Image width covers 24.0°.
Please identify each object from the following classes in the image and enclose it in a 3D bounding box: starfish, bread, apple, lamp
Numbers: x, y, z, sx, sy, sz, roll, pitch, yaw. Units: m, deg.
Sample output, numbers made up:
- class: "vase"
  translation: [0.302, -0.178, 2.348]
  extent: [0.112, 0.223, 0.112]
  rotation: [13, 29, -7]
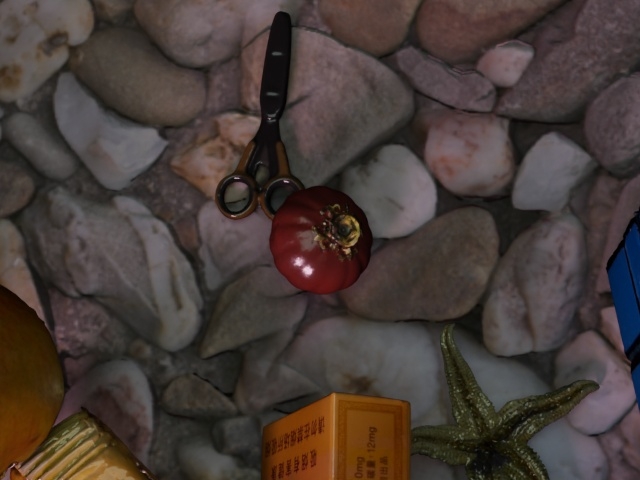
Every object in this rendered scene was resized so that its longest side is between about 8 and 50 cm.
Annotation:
- class: "starfish"
  translation: [0.159, 0.177, 1.342]
  extent: [0.217, 0.050, 0.223]
  rotation: [-21, 85, -10]
- class: "bread"
  translation: [-0.180, 0.239, 1.293]
  extent: [0.114, 0.132, 0.190]
  rotation: [-39, 71, -10]
- class: "apple"
  translation: [-0.394, 0.122, 1.293]
  extent: [0.346, 0.254, 0.179]
  rotation: [3, 107, 29]
- class: "lamp"
  translation: [0.000, 0.000, 1.383]
  extent: [0.101, 0.090, 0.101]
  rotation: [10, 71, -30]

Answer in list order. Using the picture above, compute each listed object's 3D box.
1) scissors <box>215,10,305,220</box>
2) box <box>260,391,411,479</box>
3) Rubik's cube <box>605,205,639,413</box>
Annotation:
- class: "scissors"
  translation: [-0.048, -0.122, 1.460]
  extent: [0.088, 0.017, 0.220]
  rotation: [4, 73, 7]
- class: "box"
  translation: [0.008, 0.276, 1.246]
  extent: [0.076, 0.174, 0.274]
  rotation: [8, 72, -19]
- class: "Rubik's cube"
  translation: [0.417, 0.087, 1.239]
  extent: [0.293, 0.283, 0.288]
  rotation: [-12, 72, 0]
